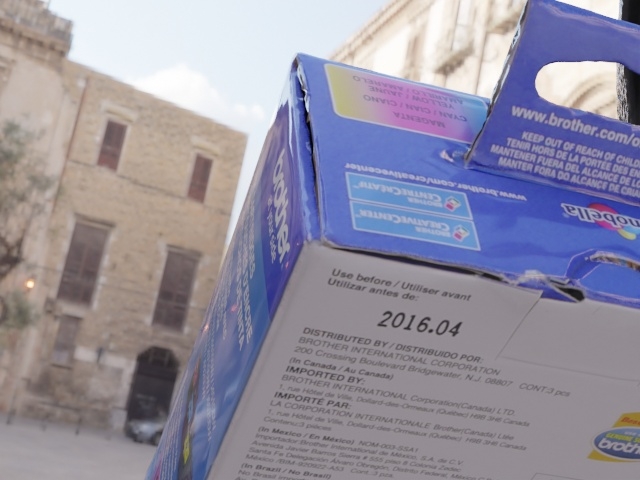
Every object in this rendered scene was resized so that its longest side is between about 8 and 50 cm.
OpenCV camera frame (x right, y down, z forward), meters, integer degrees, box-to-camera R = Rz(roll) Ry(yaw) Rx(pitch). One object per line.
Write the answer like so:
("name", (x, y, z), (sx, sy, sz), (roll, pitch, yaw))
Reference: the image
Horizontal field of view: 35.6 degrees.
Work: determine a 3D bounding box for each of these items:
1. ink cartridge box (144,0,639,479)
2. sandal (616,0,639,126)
("ink cartridge box", (0.075, 0.075, 0.525), (0.270, 0.151, 0.395), (11, -49, -16))
("sandal", (0.334, -0.219, 0.928), (0.107, 0.167, 0.445), (2, -57, 15))
